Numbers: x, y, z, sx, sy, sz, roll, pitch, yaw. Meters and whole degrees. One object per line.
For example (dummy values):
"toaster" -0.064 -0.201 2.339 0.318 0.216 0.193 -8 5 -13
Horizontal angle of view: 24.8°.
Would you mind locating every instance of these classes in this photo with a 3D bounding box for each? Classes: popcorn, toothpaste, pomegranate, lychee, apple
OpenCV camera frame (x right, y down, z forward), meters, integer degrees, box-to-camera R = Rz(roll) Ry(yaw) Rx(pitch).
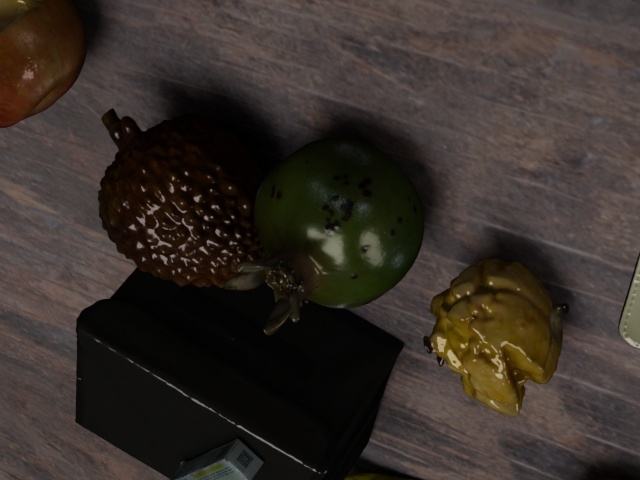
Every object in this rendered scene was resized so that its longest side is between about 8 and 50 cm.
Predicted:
"popcorn" 0.181 0.097 1.498 0.152 0.148 0.167 -13 110 20
"toothpaste" -0.126 0.272 1.707 0.046 0.034 0.164 44 146 -9
"pomegranate" 0.000 0.000 1.478 0.181 0.224 0.181 27 139 26
"lychee" -0.154 -0.050 1.588 0.238 0.200 0.200 44 146 -5
"apple" -0.348 -0.224 1.582 0.199 0.199 0.199 24 144 19

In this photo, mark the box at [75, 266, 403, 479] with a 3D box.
"box" -0.107 0.180 1.799 0.345 0.204 0.251 30 146 12

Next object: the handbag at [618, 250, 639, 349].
"handbag" 0.445 0.024 1.162 0.358 0.160 0.237 24 138 18

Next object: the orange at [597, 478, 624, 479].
"orange" 0.347 0.384 1.659 0.234 0.182 0.234 13 134 14

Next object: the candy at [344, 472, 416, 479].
"candy" 0.111 0.385 1.956 0.297 0.081 0.187 7 136 22
